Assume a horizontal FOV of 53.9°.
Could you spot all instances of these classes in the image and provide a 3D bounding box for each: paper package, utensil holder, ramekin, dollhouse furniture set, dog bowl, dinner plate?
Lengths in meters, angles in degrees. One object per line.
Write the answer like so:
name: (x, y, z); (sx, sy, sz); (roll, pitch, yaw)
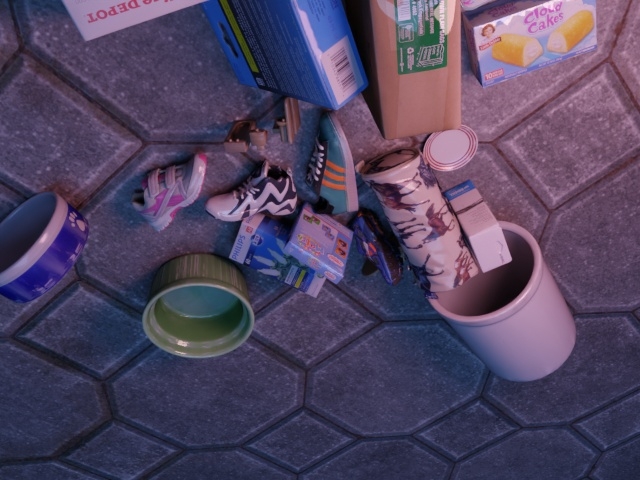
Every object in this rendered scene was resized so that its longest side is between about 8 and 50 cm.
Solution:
paper package: (0.158, -0.408, 1.245); (0.168, 0.309, 0.324); (-12, 130, -2)
utensil holder: (0.523, 0.186, 1.802); (0.328, 0.327, 0.385); (-29, 130, 15)
ramekin: (-0.340, 0.179, 1.774); (0.304, 0.148, 0.303); (-4, 131, -5)
dollhouse furniture set: (-0.137, -0.289, 1.430); (0.151, 0.144, 0.123); (1, 127, 10)
dog bowl: (-0.687, 0.015, 1.505); (0.265, 0.264, 0.104); (-29, 130, 15)
dinner plate: (0.331, -0.239, 1.609); (0.141, 0.017, 0.141); (-4, 130, -5)

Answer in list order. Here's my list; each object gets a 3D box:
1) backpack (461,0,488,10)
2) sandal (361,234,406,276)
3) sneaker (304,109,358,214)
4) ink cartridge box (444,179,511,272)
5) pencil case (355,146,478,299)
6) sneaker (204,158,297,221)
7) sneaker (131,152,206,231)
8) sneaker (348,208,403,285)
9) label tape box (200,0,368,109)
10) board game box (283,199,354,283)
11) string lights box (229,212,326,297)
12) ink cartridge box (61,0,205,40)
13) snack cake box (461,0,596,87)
backpack: (0.319, -0.569, 1.243); (0.166, 0.144, 0.188); (-17, 123, 25)
sandal: (0.220, 0.030, 1.775); (0.079, 0.088, 0.240); (27, 116, -25)
sneaker: (0.017, -0.177, 1.554); (0.121, 0.108, 0.302); (-14, 132, -2)
ink cartridge box: (0.415, -0.039, 1.667); (0.086, 0.203, 0.148); (-25, 129, 9)
pencil case: (0.246, -0.049, 1.609); (0.184, 0.160, 0.410); (-20, 116, 23)
sneaker: (-0.173, -0.136, 1.570); (0.235, 0.094, 0.153); (-1, 129, -8)
sneaker: (-0.374, -0.128, 1.539); (0.111, 0.103, 0.252); (32, 118, -32)
sneaker: (0.150, 0.025, 1.713); (0.083, 0.221, 0.087); (-15, 164, -47)
label tape box: (-0.081, -0.414, 1.266); (0.106, 0.334, 0.240); (-42, 133, -19)
board game box: (0.000, 0.000, 1.607); (0.160, 0.211, 0.039); (33, 121, -10)
string lights box: (-0.098, 0.035, 1.681); (0.260, 0.076, 0.133); (24, 125, -1)
ink cartridge box: (-0.373, -0.590, 1.108); (0.279, 0.160, 0.384); (-16, 131, 5)
snack cake box: (0.462, -0.463, 1.392); (0.265, 0.089, 0.152); (-18, 131, 6)
